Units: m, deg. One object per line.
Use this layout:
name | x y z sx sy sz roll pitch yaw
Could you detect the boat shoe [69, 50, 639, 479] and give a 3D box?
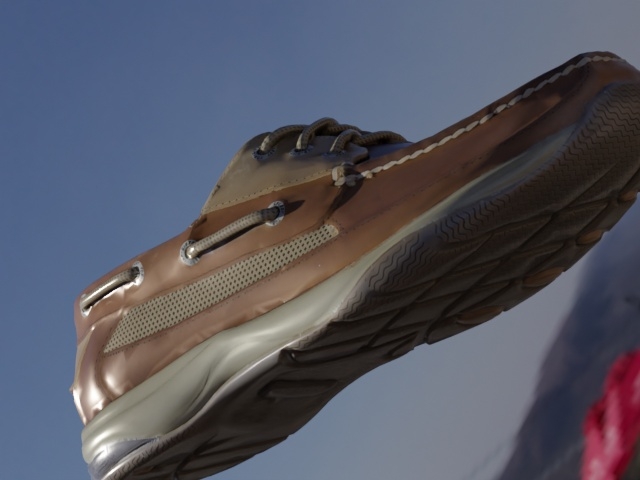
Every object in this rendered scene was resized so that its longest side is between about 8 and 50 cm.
boat shoe | 0.000 0.000 0.753 0.324 0.116 0.123 -32 -22 26
